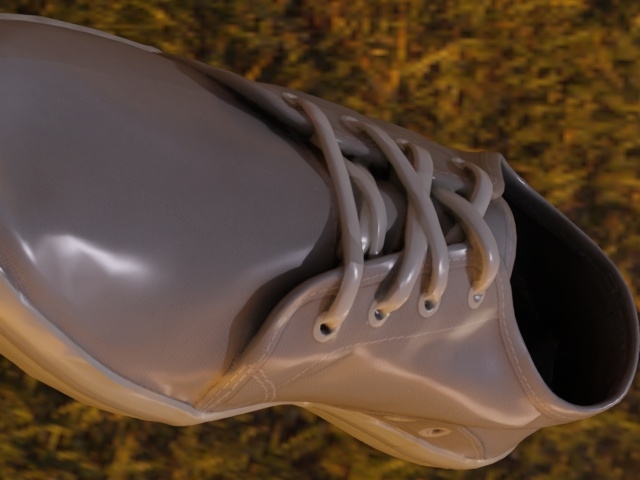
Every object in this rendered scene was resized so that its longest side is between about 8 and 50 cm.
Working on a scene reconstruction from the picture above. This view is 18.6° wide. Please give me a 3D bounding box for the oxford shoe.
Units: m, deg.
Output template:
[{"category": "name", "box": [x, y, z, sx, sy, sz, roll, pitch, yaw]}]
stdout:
[{"category": "oxford shoe", "box": [0.000, 0.000, 0.825, 0.449, 0.130, 0.169, 23, 53, -51]}]
